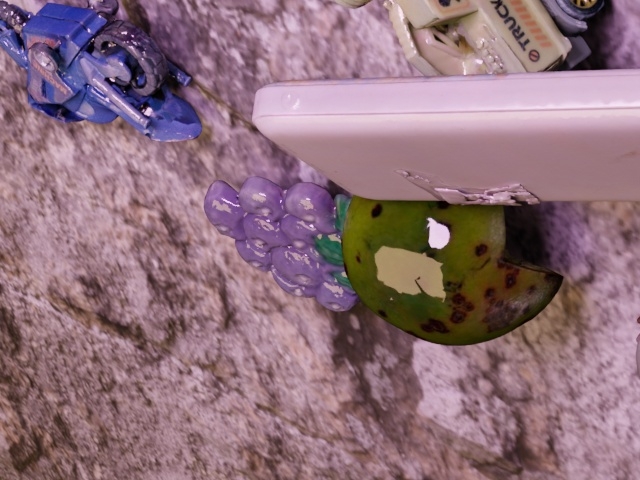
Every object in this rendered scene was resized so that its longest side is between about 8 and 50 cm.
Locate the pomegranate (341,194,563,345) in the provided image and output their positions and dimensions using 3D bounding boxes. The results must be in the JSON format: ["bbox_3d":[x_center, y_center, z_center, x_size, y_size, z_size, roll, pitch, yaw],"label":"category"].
[{"bbox_3d":[0.070,-0.008,1.158,0.169,0.122,0.143,64,175,-30],"label":"pomegranate"}]

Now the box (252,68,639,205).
[{"bbox_3d":[0.112,-0.053,0.993,0.285,0.044,0.142,1,165,30],"label":"box"}]

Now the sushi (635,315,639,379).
[{"bbox_3d":[0.275,0.135,0.977,0.124,0.130,0.332,95,157,-50],"label":"sushi"}]

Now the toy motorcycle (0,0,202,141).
[{"bbox_3d":[-0.180,-0.132,1.411,0.205,0.076,0.114,16,146,42],"label":"toy motorcycle"}]

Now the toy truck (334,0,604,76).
[{"bbox_3d":[0.060,-0.154,1.006,0.191,0.116,0.085,53,149,-7],"label":"toy truck"}]

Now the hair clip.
[{"bbox_3d":[0.001,-0.002,1.350,0.195,0.052,0.124,11,144,37],"label":"hair clip"}]
